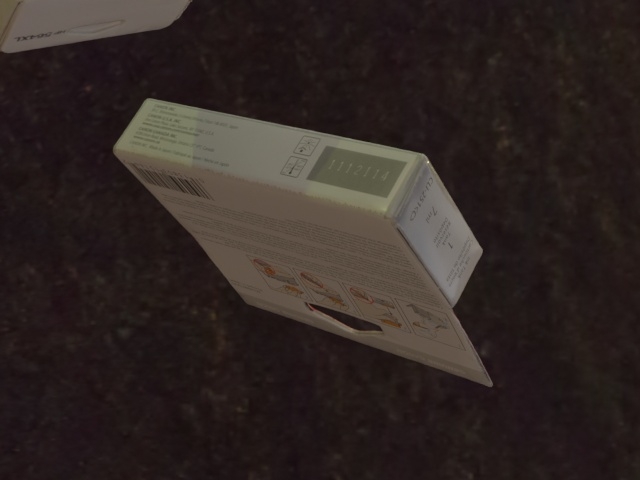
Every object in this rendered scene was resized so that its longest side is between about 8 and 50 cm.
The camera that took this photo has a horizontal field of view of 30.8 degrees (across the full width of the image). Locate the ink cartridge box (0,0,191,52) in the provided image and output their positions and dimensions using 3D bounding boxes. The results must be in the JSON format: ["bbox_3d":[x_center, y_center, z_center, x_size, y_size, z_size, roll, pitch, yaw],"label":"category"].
[{"bbox_3d":[-0.184,-0.251,0.825,0.148,0.086,0.203,-17,82,-31],"label":"ink cartridge box"}]

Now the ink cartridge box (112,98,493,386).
[{"bbox_3d":[0.000,0.000,1.006,0.066,0.296,0.261,-60,142,-20],"label":"ink cartridge box"}]
